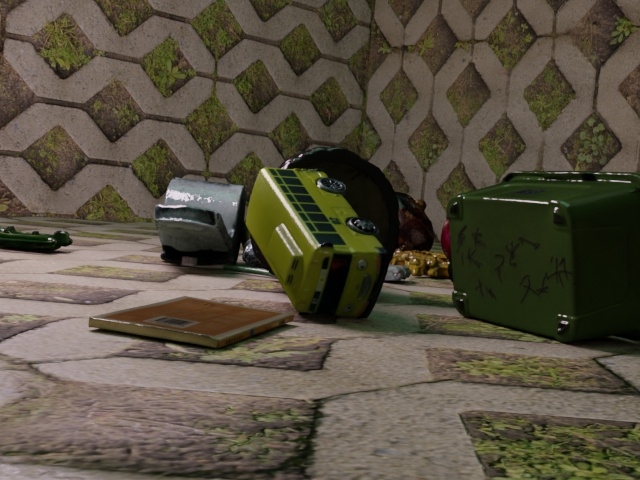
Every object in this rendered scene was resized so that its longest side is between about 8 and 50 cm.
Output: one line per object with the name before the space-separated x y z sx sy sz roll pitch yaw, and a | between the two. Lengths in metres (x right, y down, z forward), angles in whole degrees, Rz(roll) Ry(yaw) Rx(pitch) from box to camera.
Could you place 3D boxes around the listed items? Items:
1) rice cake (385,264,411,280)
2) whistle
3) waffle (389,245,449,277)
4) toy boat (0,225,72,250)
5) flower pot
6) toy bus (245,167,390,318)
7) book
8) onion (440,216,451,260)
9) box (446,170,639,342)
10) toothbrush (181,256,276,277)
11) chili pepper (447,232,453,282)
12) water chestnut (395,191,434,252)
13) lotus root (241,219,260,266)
rice cake | 0.094 0.066 1.926 0.211 0.038 0.124 5 3 19
whistle | -0.267 -0.024 1.865 0.168 0.188 0.405 7 14 1
waffle | 0.295 0.056 2.217 0.260 0.069 0.293 2 5 -25
toy boat | -0.662 -0.005 1.905 0.210 0.052 0.104 6 6 11
flower pot | -0.014 -0.024 1.605 0.267 0.266 0.267 4 -8 -18
toy bus | -0.012 0.000 1.311 0.150 0.128 0.262 2 32 -27
book | -0.153 0.100 1.064 0.170 0.018 0.242 7 4 18
onion | 0.394 0.018 1.969 0.246 0.190 0.246 25 3 -1
box | 0.343 0.027 1.315 0.178 0.252 0.329 -11 9 -26
toothbrush | -0.184 0.059 1.793 0.257 0.024 0.018 8 3 24
chili pepper | 0.387 0.014 1.697 0.249 0.233 0.257 8 -5 -26
water chestnut | 0.219 -0.018 2.490 0.224 0.238 0.223 38 -16 13
lotus root | -0.105 -0.013 1.969 0.158 0.140 0.322 41 11 2
